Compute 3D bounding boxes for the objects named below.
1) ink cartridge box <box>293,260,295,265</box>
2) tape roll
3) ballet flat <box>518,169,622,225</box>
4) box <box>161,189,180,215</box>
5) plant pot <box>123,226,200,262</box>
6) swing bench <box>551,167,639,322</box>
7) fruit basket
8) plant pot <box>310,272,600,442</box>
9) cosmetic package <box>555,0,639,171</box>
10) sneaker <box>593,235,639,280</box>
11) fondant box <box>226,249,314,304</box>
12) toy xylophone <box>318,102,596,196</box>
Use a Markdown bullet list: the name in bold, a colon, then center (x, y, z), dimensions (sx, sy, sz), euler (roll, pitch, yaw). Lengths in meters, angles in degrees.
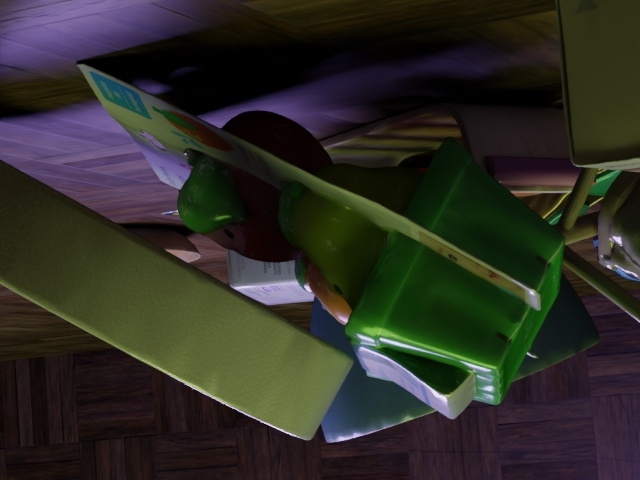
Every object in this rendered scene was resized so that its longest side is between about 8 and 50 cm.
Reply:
- **ink cartridge box**: center (0.021, 0.002, 1.565), dimensions (0.083, 0.048, 0.028), euler (-1, 163, 34)
- **tape roll**: center (-0.160, 0.020, 1.325), dimensions (0.392, 0.072, 0.392), euler (29, 178, 1)
- **ballet flat**: center (0.235, -0.061, 1.687), dimensions (0.232, 0.073, 0.080), euler (-35, 156, 31)
- **box**: center (-0.041, -0.044, 1.827), dimensions (0.136, 0.036, 0.225), euler (-9, 174, 32)
- **plant pot**: center (-0.260, 0.012, 2.191), dimensions (0.236, 0.032, 0.236), euler (-4, 173, 0)
- **swing bench**: center (0.345, -0.001, 1.409), dimensions (0.254, 0.165, 0.253), euler (2, -152, -40)
- **fruit basket**: center (0.000, 0.000, 1.374), dimensions (0.353, 0.165, 0.327), euler (21, 170, 9)
- **plant pot**: center (0.108, 0.059, 1.847), dimensions (0.290, 0.195, 0.290), euler (-21, 177, -1)
- **cosmetic package**: center (0.290, -0.107, 1.122), dimensions (0.296, 0.129, 0.153), euler (3, 171, -45)
- **sneaker**: center (0.387, 0.007, 2.183), dimensions (0.139, 0.125, 0.341), euler (-4, 173, 12)
- **fondant box**: center (0.076, 0.006, 2.088), dimensions (0.330, 0.096, 0.238), euler (-4, 173, 7)
- **toy xylophone**: center (0.115, -0.059, 1.615), dimensions (0.236, 0.081, 0.322), euler (-2, 173, -25)
